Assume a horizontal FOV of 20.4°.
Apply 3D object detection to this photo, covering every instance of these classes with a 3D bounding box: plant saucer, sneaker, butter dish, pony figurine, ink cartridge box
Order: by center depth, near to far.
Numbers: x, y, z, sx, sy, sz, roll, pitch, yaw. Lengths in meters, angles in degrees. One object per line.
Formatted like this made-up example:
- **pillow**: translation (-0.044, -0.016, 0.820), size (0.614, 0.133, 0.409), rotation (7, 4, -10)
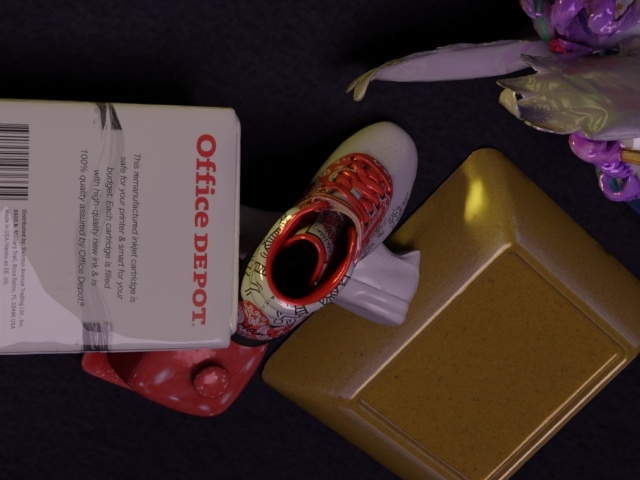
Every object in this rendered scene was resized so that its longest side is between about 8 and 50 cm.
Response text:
- **ink cartridge box**: translation (-0.223, -0.013, 1.505), size (0.289, 0.121, 0.211), rotation (1, 94, -23)
- **pony figurine**: translation (0.243, -0.197, 1.565), size (0.351, 0.303, 0.363), rotation (2, 104, -33)
- **sneaker**: translation (0.021, -0.020, 1.574), size (0.090, 0.145, 0.270), rotation (44, 66, -4)
- **butter dish**: translation (-0.117, 0.105, 1.668), size (0.160, 0.118, 0.160), rotation (23, 109, -33)
- **sneaker**: translation (0.000, 0.000, 1.689), size (0.212, 0.080, 0.094), rotation (27, 76, -21)
- **plant saucer**: translation (0.164, 0.120, 1.819), size (0.333, 0.081, 0.333), rotation (-45, 126, 9)

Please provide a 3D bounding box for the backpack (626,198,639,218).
- **backpack**: translation (0.392, -0.040, 1.802), size (0.120, 0.101, 0.098), rotation (-44, 133, 3)
